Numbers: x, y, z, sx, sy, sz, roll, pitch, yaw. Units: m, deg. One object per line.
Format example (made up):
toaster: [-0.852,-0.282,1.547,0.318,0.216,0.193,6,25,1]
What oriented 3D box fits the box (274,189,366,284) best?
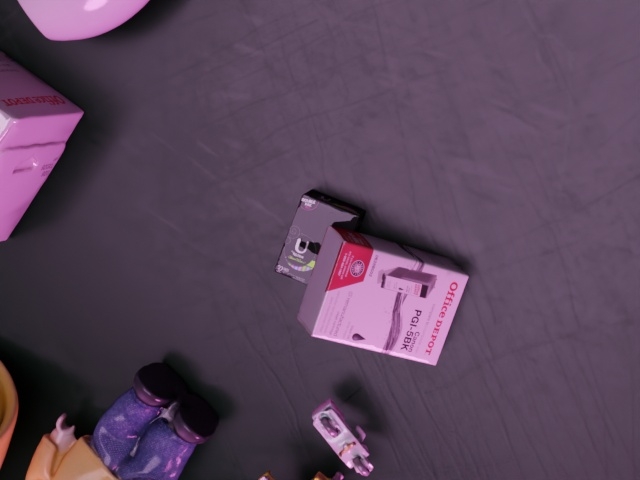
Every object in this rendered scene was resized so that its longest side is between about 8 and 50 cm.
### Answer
box: [0.000,0.000,1.222,0.062,0.052,0.083,22,101,6]

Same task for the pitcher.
pitcher: [-0.206,-0.302,1.199,0.207,0.125,0.178,-31,70,3]

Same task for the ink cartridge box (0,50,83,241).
ink cartridge box: [-0.392,-0.120,1.223,0.233,0.171,0.168,36,103,5]

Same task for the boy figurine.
boy figurine: [-0.225,0.267,1.284,0.177,0.092,0.285,40,104,3]

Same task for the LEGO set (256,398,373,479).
LEGO set: [-0.071,0.276,1.235,0.287,0.107,0.132,-30,89,6]

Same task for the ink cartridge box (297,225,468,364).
ink cartridge box: [0.060,0.053,1.186,0.135,0.056,0.099,14,102,-20]

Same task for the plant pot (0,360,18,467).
plant pot: [-0.457,0.234,1.261,0.254,0.254,0.239,25,118,7]
